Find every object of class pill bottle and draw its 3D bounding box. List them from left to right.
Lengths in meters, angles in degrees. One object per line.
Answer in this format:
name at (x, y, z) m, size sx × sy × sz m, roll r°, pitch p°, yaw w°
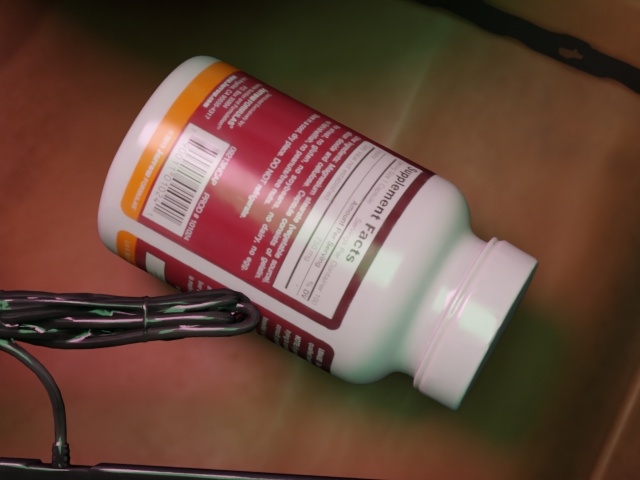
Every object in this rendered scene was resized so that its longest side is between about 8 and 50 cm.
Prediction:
pill bottle at (0.000, 0.000, 0.666) m, size 0.152 × 0.086 × 0.086 m, roll 29°, pitch 81°, yaw 9°

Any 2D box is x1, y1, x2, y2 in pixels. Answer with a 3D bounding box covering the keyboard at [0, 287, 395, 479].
keyboard at (-0.093, 0.098, 0.651) m, size 0.317 × 0.033 × 0.201 m, roll 3°, pitch 106°, yaw 4°
